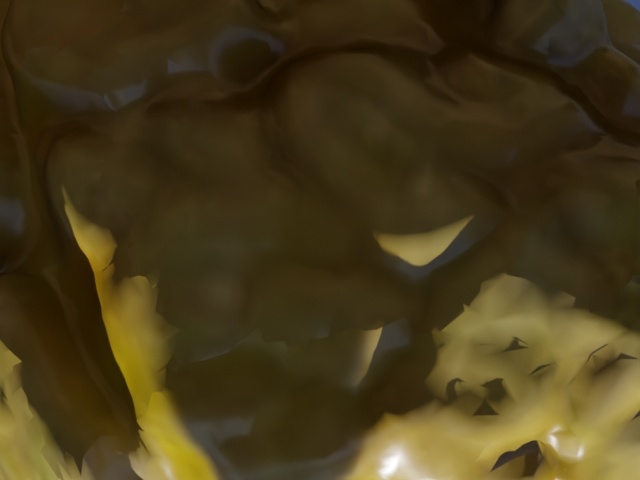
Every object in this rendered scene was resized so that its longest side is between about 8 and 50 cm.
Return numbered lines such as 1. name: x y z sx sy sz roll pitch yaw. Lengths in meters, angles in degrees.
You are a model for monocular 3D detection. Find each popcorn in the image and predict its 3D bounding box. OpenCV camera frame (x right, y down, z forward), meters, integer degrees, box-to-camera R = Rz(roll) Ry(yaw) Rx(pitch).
1. popcorn: 0.010 0.018 0.820 0.354 0.390 0.344 -31 174 -19
